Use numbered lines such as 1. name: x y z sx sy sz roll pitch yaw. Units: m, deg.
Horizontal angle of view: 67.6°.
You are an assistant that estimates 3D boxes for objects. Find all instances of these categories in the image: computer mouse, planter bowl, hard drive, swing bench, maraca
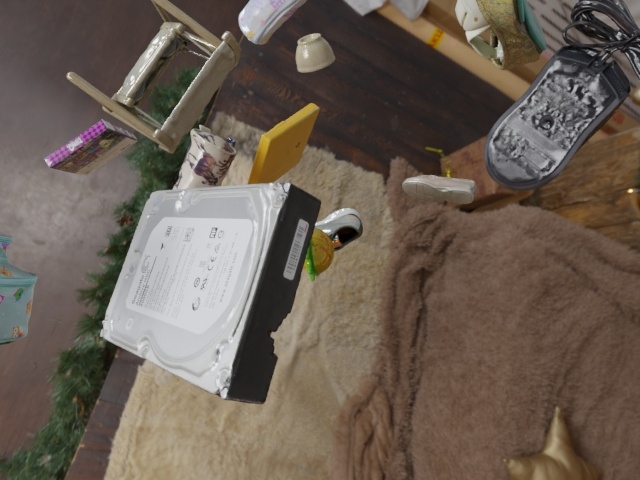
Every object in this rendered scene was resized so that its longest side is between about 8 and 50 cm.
1. computer mouse: 0.357 -0.186 0.687 0.188 0.272 0.072 47 33 12
2. planter bowl: -0.030 -0.761 1.919 0.162 0.162 0.109 -39 131 -25
3. hard drive: -0.162 0.046 0.620 0.064 0.338 0.237 26 75 -41
4. swing bench: -0.328 -0.345 1.008 0.254 0.165 0.253 34 85 9
5. maraca: -0.017 0.033 1.219 0.099 0.186 0.127 -10 102 11

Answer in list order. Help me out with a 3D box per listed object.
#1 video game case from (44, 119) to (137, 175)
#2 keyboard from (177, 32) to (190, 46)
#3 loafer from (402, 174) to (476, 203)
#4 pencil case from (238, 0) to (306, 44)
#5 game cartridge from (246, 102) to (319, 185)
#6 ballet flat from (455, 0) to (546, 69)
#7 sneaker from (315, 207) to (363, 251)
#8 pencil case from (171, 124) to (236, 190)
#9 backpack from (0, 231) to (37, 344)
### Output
1. video game case: -0.763 -0.306 1.607 0.232 0.210 0.042 -32 89 5
2. keyboard: -0.516 -0.710 1.722 0.100 0.192 0.038 -9 104 -27
3. loafer: 0.207 -0.093 0.834 0.039 0.125 0.045 -61 151 -32
4. pencil case: -0.121 -0.682 1.369 0.113 0.273 0.124 -3 77 -44
5. game cartridge: -0.144 -0.335 1.771 0.052 0.285 0.323 37 46 9
6. ballet flat: 0.287 -0.374 0.786 0.348 0.123 0.123 9 76 -57
7. sneaker: 0.000 0.000 1.395 0.271 0.108 0.100 -28 124 5
8. pencil case: -0.432 -0.178 1.635 0.159 0.184 0.411 17 115 -28
9. backpack: -0.415 0.048 0.518 0.188 0.166 0.145 16 86 15
